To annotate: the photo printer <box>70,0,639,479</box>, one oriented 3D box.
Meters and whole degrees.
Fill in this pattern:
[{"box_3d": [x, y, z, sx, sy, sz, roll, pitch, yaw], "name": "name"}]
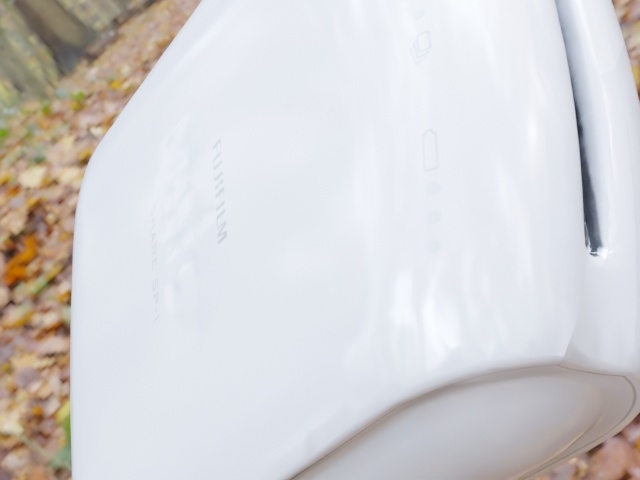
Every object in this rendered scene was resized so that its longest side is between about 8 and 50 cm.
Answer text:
[{"box_3d": [0.000, 0.000, 0.498, 0.307, 0.107, 0.256, -42, 44, 46], "name": "photo printer"}]
